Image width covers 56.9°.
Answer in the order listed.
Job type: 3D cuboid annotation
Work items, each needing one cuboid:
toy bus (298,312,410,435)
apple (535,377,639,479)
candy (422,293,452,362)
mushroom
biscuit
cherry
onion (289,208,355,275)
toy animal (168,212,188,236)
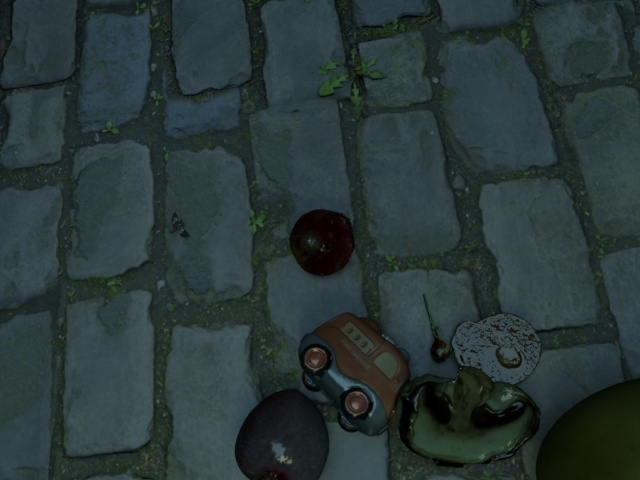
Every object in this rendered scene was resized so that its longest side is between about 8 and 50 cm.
[{"bbox_3d":[0.089,0.307,1.410,0.232,0.194,0.287,-40,69,-21],"label":"toy bus"},{"bbox_3d":[0.666,0.493,1.135,0.473,0.474,0.474,-2,70,6],"label":"apple"},{"bbox_3d":[0.285,0.219,1.489,0.049,0.055,0.185,12,53,-35],"label":"candy"},{"bbox_3d":[0.316,0.381,1.327,0.344,0.130,0.248,2,106,-18],"label":"mushroom"},{"bbox_3d":[0.430,0.270,1.443,0.208,0.049,0.181,-18,69,2],"label":"biscuit"},{"bbox_3d":[-0.086,0.470,1.361,0.213,0.184,0.266,19,60,-2],"label":"cherry"},{"bbox_3d":[0.000,0.000,1.543,0.183,0.147,0.184,-2,83,14],"label":"onion"},{"bbox_3d":[-0.408,-0.036,1.666,0.050,0.028,0.084,-28,68,-13],"label":"toy animal"}]
